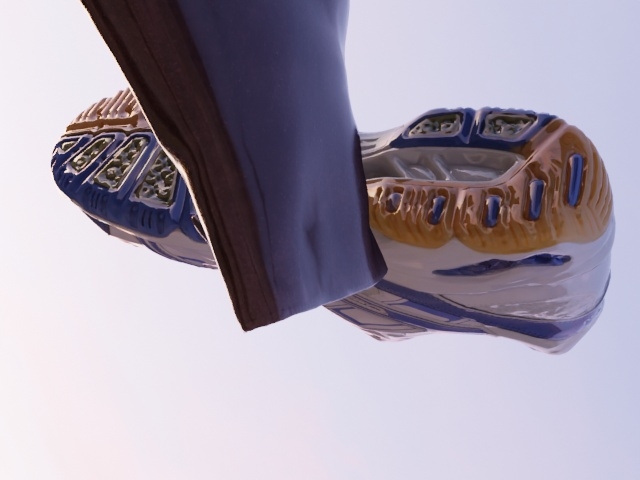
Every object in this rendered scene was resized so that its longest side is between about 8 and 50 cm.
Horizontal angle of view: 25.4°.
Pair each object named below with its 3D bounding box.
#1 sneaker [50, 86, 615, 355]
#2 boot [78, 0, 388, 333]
[{"bbox_3d":[0.000,0.000,0.719,0.296,0.112,0.131,11,-36,24],"label":"sneaker"},{"bbox_3d":[-0.038,-0.074,0.454,0.248,0.090,0.207,-7,81,-73],"label":"boot"}]
